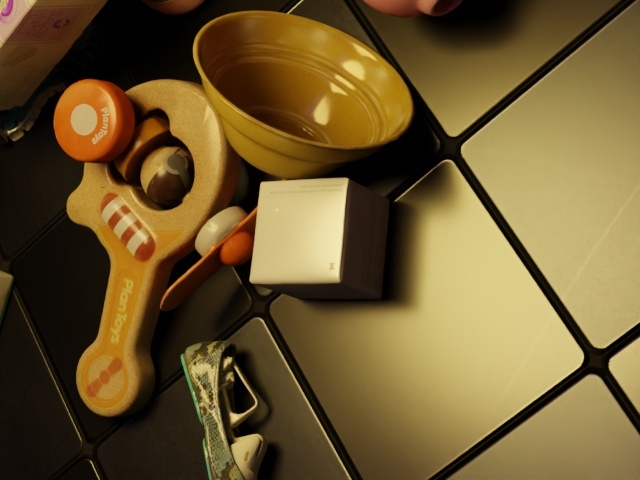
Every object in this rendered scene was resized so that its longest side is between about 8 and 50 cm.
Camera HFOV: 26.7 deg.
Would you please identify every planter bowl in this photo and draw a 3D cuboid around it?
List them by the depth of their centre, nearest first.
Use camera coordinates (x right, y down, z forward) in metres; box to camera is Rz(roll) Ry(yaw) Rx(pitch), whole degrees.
[{"bbox_3d":[-0.026,-0.122,1.287,0.217,0.217,0.090,48,134,30],"label":"planter bowl"}]

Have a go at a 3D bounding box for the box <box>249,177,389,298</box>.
[{"bbox_3d":[0.000,0.000,1.277,0.101,0.087,0.102,-1,78,31],"label":"box"}]

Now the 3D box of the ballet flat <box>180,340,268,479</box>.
[{"bbox_3d":[-0.085,0.182,1.303,0.070,0.070,0.188,-25,70,24],"label":"ballet flat"}]

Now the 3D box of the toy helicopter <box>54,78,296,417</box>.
[{"bbox_3d":[-0.163,0.015,1.372,0.235,0.140,0.355,17,98,24],"label":"toy helicopter"}]

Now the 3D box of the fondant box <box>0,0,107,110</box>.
[{"bbox_3d":[-0.358,-0.333,1.409,0.238,0.096,0.330,-37,73,47],"label":"fondant box"}]

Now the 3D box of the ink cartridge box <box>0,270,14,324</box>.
[{"bbox_3d":[-0.475,0.084,1.537,0.219,0.092,0.160,13,85,33],"label":"ink cartridge box"}]

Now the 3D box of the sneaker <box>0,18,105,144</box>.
[{"bbox_3d":[-0.326,-0.199,1.533,0.190,0.071,0.083,-38,57,18],"label":"sneaker"}]

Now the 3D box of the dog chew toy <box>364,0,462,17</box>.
[{"bbox_3d":[0.035,-0.350,1.285,0.206,0.206,0.332,-38,71,18],"label":"dog chew toy"}]

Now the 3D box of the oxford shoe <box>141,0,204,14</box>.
[{"bbox_3d":[-0.283,-0.380,1.501,0.397,0.146,0.140,28,94,33],"label":"oxford shoe"}]
